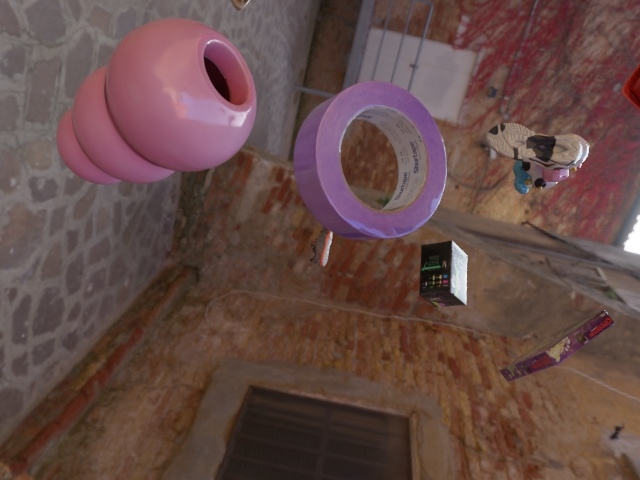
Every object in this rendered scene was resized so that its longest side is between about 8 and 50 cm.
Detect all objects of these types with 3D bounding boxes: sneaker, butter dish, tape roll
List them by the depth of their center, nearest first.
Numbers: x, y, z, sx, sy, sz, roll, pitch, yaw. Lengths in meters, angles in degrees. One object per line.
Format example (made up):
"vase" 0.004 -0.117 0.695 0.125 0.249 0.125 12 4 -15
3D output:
"tape roll" 0.093 -0.138 0.928 0.090 0.275 0.274 -3 -109 62
"butter dish" 0.870 -0.390 1.281 0.160 0.160 0.118 -51 -176 -6
"sneaker" 0.567 -0.240 1.370 0.153 0.235 0.094 15 86 -60
"sneaker" 0.000 0.000 1.618 0.061 0.065 0.158 80 21 -69

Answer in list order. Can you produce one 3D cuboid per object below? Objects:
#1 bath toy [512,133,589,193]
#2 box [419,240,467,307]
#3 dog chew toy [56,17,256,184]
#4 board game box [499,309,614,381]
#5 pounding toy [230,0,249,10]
"bath toy" 0.798 -0.256 1.806 0.129 0.151 0.348 -51 180 -10
"box" 0.186 0.052 0.783 0.062 0.052 0.083 34 55 -46
"dog chew toy" -0.256 -0.176 0.754 0.206 0.332 0.206 34 48 -47
"board game box" 0.656 0.309 1.468 0.056 0.208 0.347 60 -11 19
"pounding toy" -0.075 -0.519 0.947 0.269 0.154 0.155 -50 -171 -14
